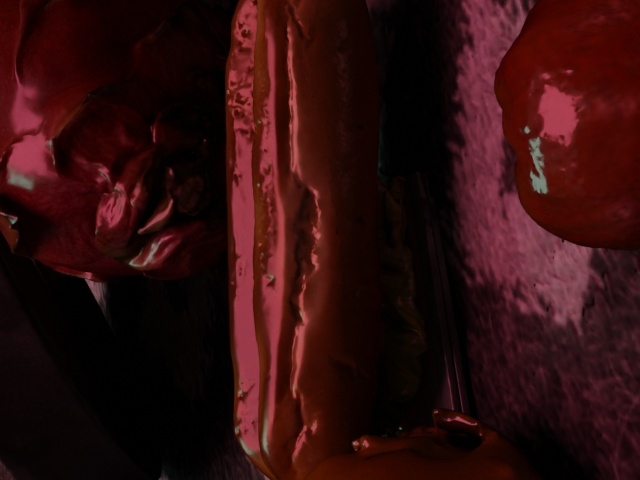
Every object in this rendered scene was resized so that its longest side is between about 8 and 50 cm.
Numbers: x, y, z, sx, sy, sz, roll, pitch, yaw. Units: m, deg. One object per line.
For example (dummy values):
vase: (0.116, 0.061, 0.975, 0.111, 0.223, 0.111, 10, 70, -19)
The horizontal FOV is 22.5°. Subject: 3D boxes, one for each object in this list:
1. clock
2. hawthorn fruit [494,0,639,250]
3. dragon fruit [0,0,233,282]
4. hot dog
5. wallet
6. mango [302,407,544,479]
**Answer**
clock: (-0.248, 0.052, 1.317, 0.386, 0.076, 0.386, 62, 179, 2)
hawthorn fruit: (0.137, -0.058, 0.691, 0.140, 0.125, 0.125, 179, 87, -65)
dragon fruit: (-0.156, -0.095, 1.151, 0.315, 0.250, 0.250, 63, 146, 25)
hot dog: (0.000, 0.000, 0.958, 0.135, 0.100, 0.337, 166, 103, -73)
wallet: (0.054, 0.065, 0.986, 0.103, 0.020, 0.196, -27, 69, 60)
mango: (0.069, 0.234, 0.836, 0.201, 0.152, 0.287, -35, 64, 48)
